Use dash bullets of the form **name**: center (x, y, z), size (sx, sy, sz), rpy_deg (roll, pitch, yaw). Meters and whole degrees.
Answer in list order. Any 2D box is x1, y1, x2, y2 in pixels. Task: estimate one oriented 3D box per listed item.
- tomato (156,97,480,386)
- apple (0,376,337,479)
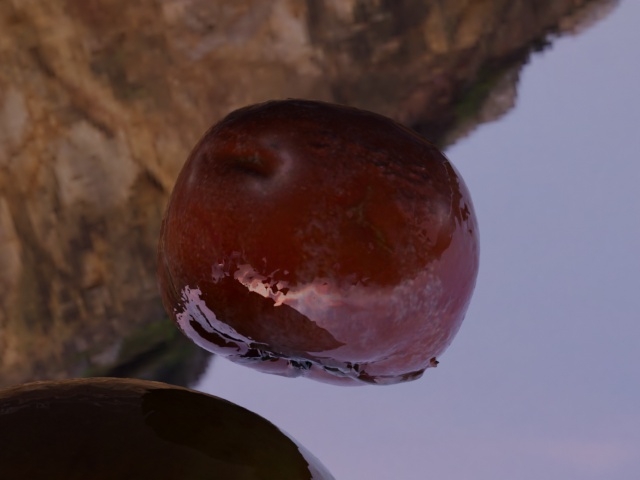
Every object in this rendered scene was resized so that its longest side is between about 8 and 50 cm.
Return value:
- **tomato**: center (-0.001, 0.001, 1.116), size (0.232, 0.189, 0.232), rpy_deg (12, 166, 3)
- **apple**: center (-0.143, 0.284, 1.009), size (0.400, 0.400, 0.333), rpy_deg (-14, -165, 0)
